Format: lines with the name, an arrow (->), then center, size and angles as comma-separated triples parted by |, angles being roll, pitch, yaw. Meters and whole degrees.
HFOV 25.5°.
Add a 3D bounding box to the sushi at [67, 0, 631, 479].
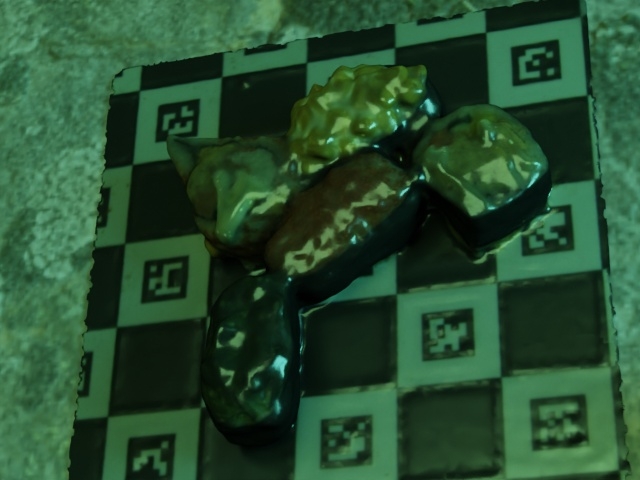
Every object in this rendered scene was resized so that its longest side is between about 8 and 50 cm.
sushi -> 0.000, 0.000, 0.862 | 0.343, 0.064, 0.359 | -7, 61, 16
